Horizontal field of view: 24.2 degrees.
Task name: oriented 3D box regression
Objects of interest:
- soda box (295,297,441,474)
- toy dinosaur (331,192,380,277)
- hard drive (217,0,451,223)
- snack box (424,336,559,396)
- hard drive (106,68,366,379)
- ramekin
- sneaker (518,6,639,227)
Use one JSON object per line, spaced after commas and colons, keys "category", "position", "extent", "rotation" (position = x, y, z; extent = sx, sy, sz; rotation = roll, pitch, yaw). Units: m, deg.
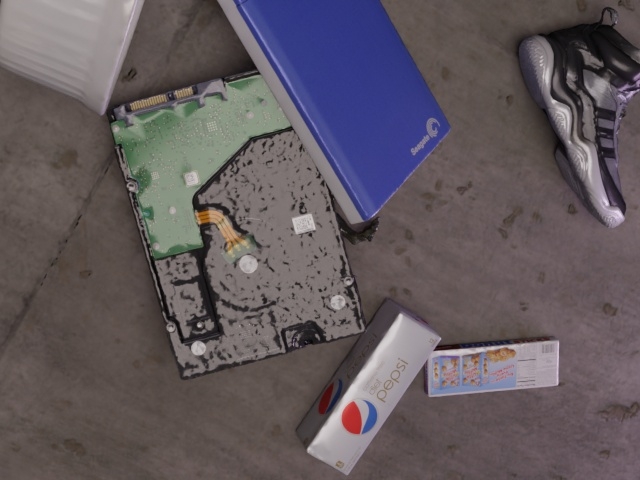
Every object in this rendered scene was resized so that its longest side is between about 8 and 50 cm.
{"category": "soda box", "position": [0.059, 0.185, 1.895], "extent": [0.069, 0.074, 0.216], "rotation": [32, 96, -18]}
{"category": "toy dinosaur", "position": [0.000, 0.000, 1.845], "extent": [0.118, 0.064, 0.268], "rotation": [23, 99, -3]}
{"category": "hard drive", "position": [0.021, -0.208, 1.743], "extent": [0.210, 0.040, 0.318], "rotation": [-47, 114, -41]}
{"category": "snack box", "position": [0.225, 0.165, 1.952], "extent": [0.178, 0.022, 0.064], "rotation": [-4, 106, -11]}
{"category": "hard drive", "position": [-0.098, -0.025, 1.777], "extent": [0.237, 0.064, 0.338], "rotation": [-16, 98, 2]}
{"category": "ramekin", "position": [-0.255, -0.286, 1.613], "extent": [0.135, 0.277, 0.277], "rotation": [18, 100, -7]}
{"category": "sneaker", "position": [0.362, -0.155, 1.857], "extent": [0.153, 0.101, 0.268], "rotation": [-26, 105, -2]}
